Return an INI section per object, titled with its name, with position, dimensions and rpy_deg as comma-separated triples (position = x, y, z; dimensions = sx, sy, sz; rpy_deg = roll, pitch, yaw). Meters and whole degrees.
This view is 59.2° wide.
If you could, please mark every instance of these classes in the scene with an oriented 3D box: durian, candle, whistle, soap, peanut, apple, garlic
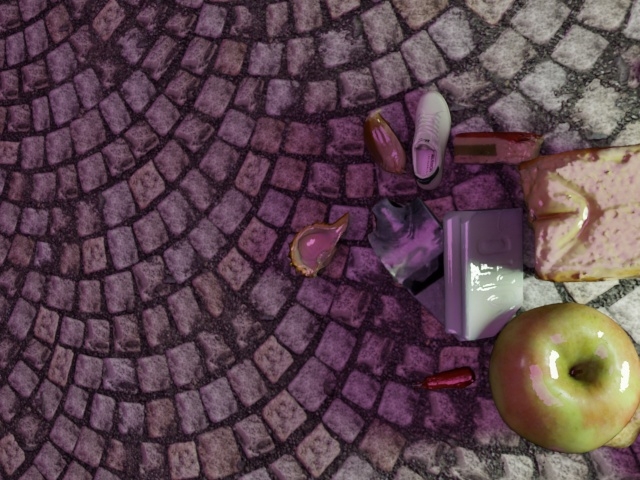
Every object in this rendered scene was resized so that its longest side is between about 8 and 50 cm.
[durian]
position = 0.007, 0.008, 1.569
dimensions = 0.224, 0.078, 0.140
rpy_deg = -43, 61, 1
[candle]
position = 0.314, 0.363, 1.443
dimensions = 0.162, 0.048, 0.053
rpy_deg = -16, 98, 18
[whistle]
position = 0.280, 0.067, 1.402
dimensions = 0.168, 0.188, 0.404
rpy_deg = -39, 75, 13
[soap]
position = 0.376, 0.071, 1.297
dimensions = 0.173, 0.095, 0.289
rpy_deg = -5, 97, -23
[peanut]
position = 0.703, 0.414, 1.283
dimensions = 0.193, 0.089, 0.089
rpy_deg = -34, 76, 15
[apple]
position = 0.530, 0.302, 1.246
dimensions = 0.319, 0.277, 0.319
rpy_deg = -3, 74, 9
[garlic]
position = 0.180, -0.239, 1.492
dimensions = 0.090, 0.128, 0.198
rpy_deg = -22, 76, 1

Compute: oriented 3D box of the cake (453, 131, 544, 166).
[cake]
position = 0.438, -0.231, 1.406
dimensions = 0.220, 0.117, 0.086
rpy_deg = 6, 94, 19

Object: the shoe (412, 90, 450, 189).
[shoe]
position = 0.285, -0.268, 1.468
dimensions = 0.095, 0.110, 0.265
rpy_deg = 0, 89, 21

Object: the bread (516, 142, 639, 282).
[bread]
position = 0.632, -0.055, 1.192
dimensions = 0.390, 0.371, 0.279
rpy_deg = -5, 89, 23
